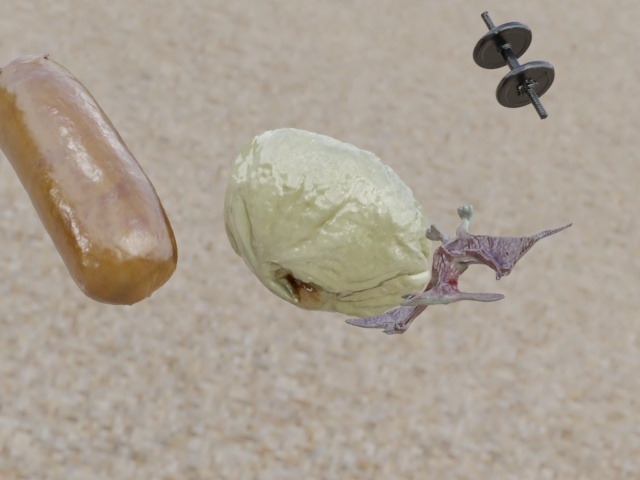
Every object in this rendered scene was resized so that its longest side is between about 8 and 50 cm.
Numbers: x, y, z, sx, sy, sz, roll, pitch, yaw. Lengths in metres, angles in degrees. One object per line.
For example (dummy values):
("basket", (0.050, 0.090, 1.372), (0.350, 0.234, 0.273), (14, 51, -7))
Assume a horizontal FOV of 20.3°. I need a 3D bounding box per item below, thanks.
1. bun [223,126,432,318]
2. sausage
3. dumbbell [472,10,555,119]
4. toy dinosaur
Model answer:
("bun", (0.000, 0.000, 1.690), (0.220, 0.134, 0.220), (25, -26, 13))
("sausage", (-0.208, -0.056, 1.542), (0.109, 0.109, 0.270), (2, 41, -41))
("dumbbell", (0.204, -0.185, 1.886), (0.069, 0.069, 0.147), (3, 49, -40))
("toy dinosaur", (0.102, 0.021, 1.371), (0.032, 0.220, 0.108), (44, 37, -22))
